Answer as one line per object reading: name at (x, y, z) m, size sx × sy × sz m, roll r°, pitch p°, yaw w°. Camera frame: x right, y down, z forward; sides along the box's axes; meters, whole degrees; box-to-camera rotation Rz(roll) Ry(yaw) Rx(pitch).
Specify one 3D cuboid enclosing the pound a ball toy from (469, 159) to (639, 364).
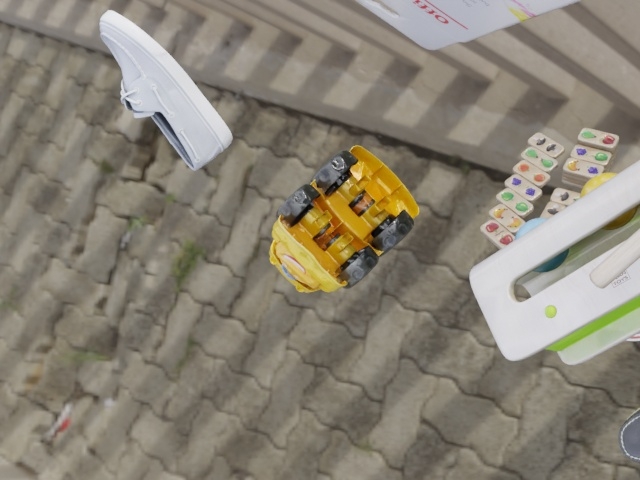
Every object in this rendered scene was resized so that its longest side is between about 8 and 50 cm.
pound a ball toy at (0.271, -0.019, 0.862) m, size 0.319 × 0.208 × 0.136 m, roll -38°, pitch 60°, yaw 32°

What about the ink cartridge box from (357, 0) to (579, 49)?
ink cartridge box at (0.126, -0.297, 0.904) m, size 0.119 × 0.207 × 0.353 m, roll -62°, pitch 18°, yaw -9°

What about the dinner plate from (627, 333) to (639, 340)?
dinner plate at (0.457, 0.076, 1.452) m, size 0.141 × 0.017 × 0.141 m, roll -1°, pitch 88°, yaw 34°

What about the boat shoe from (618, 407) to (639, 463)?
boat shoe at (0.373, 0.172, 0.936) m, size 0.223 × 0.073 × 0.080 m, roll -22°, pitch 72°, yaw 44°

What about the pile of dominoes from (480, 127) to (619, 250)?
pile of dominoes at (0.359, -0.067, 1.458) m, size 0.196 × 0.040 × 0.251 m, roll 19°, pitch 57°, yaw 26°

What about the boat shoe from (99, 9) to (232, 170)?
boat shoe at (-0.168, -0.148, 1.006) m, size 0.063 × 0.184 × 0.066 m, roll -48°, pitch 34°, yaw -13°

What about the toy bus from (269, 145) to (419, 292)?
toy bus at (0.000, 0.000, 1.405) m, size 0.149 × 0.220 × 0.211 m, roll 47°, pitch 137°, yaw -1°
